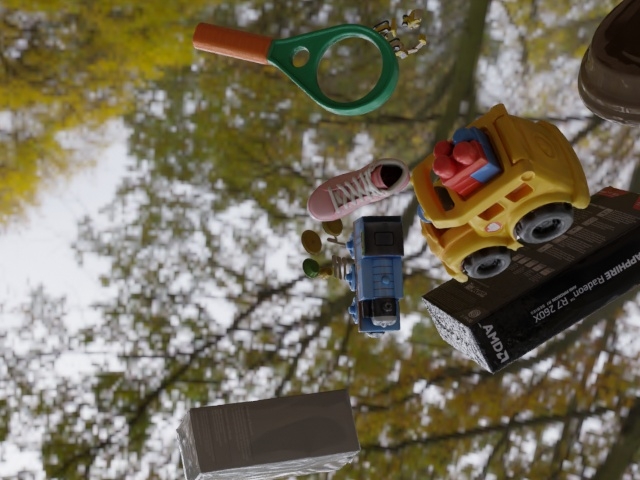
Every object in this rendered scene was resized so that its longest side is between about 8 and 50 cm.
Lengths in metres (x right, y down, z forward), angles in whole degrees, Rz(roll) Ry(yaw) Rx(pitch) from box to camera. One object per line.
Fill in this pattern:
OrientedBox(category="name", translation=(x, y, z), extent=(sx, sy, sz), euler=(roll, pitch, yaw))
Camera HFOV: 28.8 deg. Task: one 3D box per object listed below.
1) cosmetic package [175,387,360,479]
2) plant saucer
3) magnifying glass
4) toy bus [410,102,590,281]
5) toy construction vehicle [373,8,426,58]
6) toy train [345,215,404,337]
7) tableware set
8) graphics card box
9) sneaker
OrientedBox(category="cosmetic package", translation=(-0.075, 0.285, 1.782), extent=(0.238, 0.127, 0.107), euler=(-7, -111, -20))
OrientedBox(category="plant saucer", translation=(0.355, -0.190, 1.091), extent=(0.278, 0.041, 0.278), euler=(-22, -152, 12))
OrientedBox(category="magnifying glass", translation=(-0.028, -0.189, 1.284), extent=(0.231, 0.092, 0.026), euler=(16, 175, 21))
OrientedBox(category="toy bus", translation=(0.190, -0.065, 1.561), extent=(0.211, 0.220, 0.149), euler=(18, -136, -47))
OrientedBox(category="toy construction vehicle", translation=(0.138, -0.350, 2.142), extent=(0.098, 0.035, 0.086), euler=(-23, -136, 28))
OrientedBox(category="toy train", translation=(0.083, 0.050, 1.842), extent=(0.080, 0.184, 0.105), euler=(0, 171, -11))
OrientedBox(category="tableware set", translation=(0.000, 0.000, 2.237), extent=(0.104, 0.024, 0.154), euler=(14, -118, -39))
OrientedBox(category="graphics card box", translation=(0.359, 0.052, 1.925), extent=(0.371, 0.094, 0.233), euler=(-29, -165, -8))
OrientedBox(category="sneaker", translation=(0.047, -0.065, 1.511), extent=(0.134, 0.051, 0.070), euler=(-20, 175, -3))
